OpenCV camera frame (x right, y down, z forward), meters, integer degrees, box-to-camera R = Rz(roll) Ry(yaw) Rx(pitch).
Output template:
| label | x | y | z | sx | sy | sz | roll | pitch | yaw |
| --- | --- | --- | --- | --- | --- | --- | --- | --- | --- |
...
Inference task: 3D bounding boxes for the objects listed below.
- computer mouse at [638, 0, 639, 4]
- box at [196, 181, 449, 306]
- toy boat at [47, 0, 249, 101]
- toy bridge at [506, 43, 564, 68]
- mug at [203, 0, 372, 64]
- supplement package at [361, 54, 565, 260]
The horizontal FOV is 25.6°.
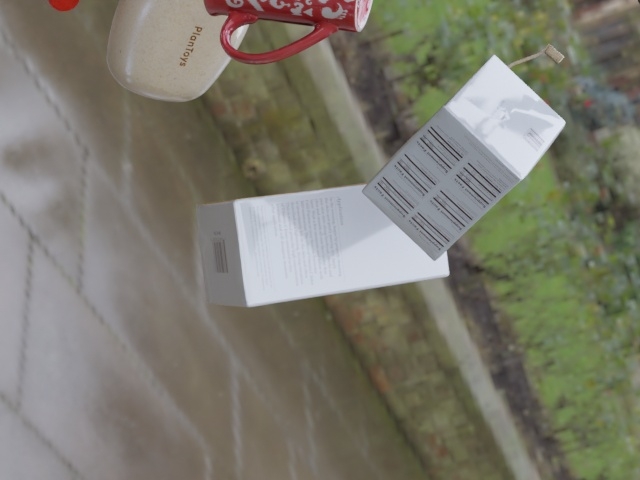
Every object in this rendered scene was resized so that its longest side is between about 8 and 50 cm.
| label | x | y | z | sx | sy | sz | roll | pitch | yaw |
| --- | --- | --- | --- | --- | --- | --- | --- | --- | --- |
| computer mouse | 0.450 | -0.388 | 2.010 | 0.242 | 0.041 | 0.071 | 46 | 25 | -42 |
| box | 0.000 | 0.000 | 2.264 | 0.215 | 0.345 | 0.168 | 177 | -94 | -68 |
| toy boat | -0.252 | -0.340 | 1.966 | 0.318 | 0.267 | 0.148 | 15 | 33 | -32 |
| toy bridge | 0.317 | -0.252 | 2.331 | 0.063 | 0.188 | 0.026 | 42 | 10 | 2 |
| mug | -0.032 | -0.269 | 1.536 | 0.113 | 0.169 | 0.150 | -54 | 153 | -65 |
| supplement package | 0.203 | -0.117 | 1.990 | 0.149 | 0.203 | 0.194 | 44 | 41 | 0 |
